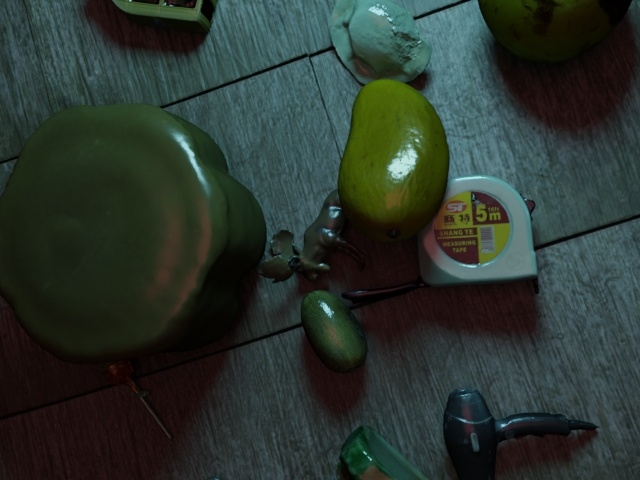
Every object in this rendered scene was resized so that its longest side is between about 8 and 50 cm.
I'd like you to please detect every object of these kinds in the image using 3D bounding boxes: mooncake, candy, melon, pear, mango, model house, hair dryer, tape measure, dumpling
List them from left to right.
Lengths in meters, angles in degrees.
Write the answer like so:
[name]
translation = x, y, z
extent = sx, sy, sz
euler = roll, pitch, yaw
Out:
[mooncake]
translation = -0.338, -0.008, 1.344
extent = 0.467, 0.262, 0.467
euler = -1, 84, 12
[candy]
translation = -0.343, 0.295, 1.422
extent = 0.060, 0.060, 0.201
euler = -39, 88, 2
[melon]
translation = 0.022, 0.162, 1.352
extent = 0.099, 0.099, 0.162
euler = -31, 78, 4
[model house]
translation = 0.061, 0.487, 1.202
extent = 0.245, 0.312, 0.280
euler = 41, 88, 8
[dumpling]
translation = 0.104, -0.380, 1.404
extent = 0.219, 0.108, 0.152
euler = 39, 90, 13
[mango]
translation = 0.130, -0.146, 1.309
extent = 0.195, 0.142, 0.331
euler = -5, 62, 26
[tape measure]
translation = 0.208, 0.000, 1.349
extent = 0.351, 0.098, 0.215
euler = -5, 84, 10
[hair dryer]
translation = 0.354, 0.359, 1.294
extent = 0.272, 0.091, 0.235
euler = -10, 91, 3
[pear]
translation = 0.406, -0.445, 1.289
extent = 0.284, 0.283, 0.283
euler = -1, 83, 8

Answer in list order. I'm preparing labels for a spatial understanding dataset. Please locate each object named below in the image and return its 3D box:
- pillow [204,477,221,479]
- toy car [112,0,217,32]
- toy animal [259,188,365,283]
[pillow]
translation = -0.219, 0.554, 1.370
extent = 0.131, 0.038, 0.232
euler = 36, 90, 8
[toy car]
translation = -0.336, -0.486, 1.485
extent = 0.257, 0.101, 0.124
euler = 9, 88, 8
[toy animal]
translation = 0.000, 0.000, 1.389
extent = 0.186, 0.094, 0.214
euler = 22, 79, 6
